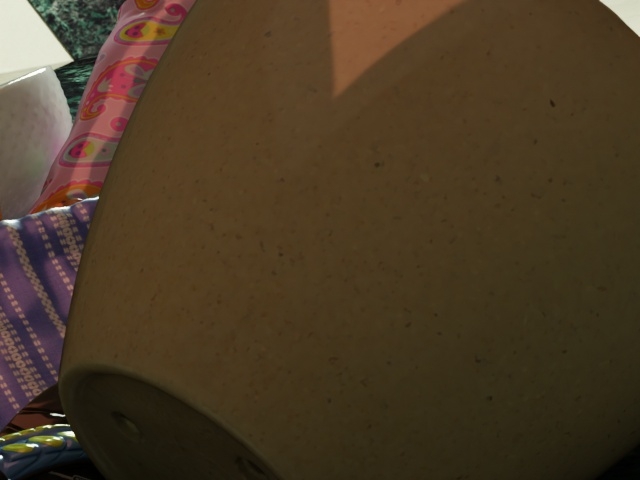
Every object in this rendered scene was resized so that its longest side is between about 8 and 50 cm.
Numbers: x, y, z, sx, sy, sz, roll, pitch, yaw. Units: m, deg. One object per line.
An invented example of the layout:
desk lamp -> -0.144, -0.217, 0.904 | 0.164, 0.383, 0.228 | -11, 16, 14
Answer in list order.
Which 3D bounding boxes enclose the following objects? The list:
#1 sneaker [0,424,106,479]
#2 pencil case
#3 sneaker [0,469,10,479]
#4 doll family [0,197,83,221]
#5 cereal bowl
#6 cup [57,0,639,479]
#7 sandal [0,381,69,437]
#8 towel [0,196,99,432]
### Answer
sneaker -> -0.188, 0.148, 0.821 | 0.188, 0.078, 0.067 | -16, 6, -26
pencil case -> -0.167, -0.083, 1.458 | 0.124, 0.124, 0.284 | -1, 53, 29
sneaker -> -0.125, 0.194, 0.661 | 0.112, 0.121, 0.299 | -42, 21, -6
doll family -> -0.202, 0.017, 1.270 | 0.263, 0.118, 0.163 | -8, -17, 4
cereal bowl -> -0.369, -0.030, 1.509 | 0.339, 0.141, 0.339 | -21, 10, 4
cup -> 0.010, 0.038, 0.829 | 0.331, 0.331, 0.237 | 6, 46, 46
sandal -> -0.148, 0.144, 0.931 | 0.090, 0.060, 0.219 | 35, 51, 20
towel -> -0.118, 0.050, 1.088 | 0.336, 0.040, 0.243 | -17, 48, -26
